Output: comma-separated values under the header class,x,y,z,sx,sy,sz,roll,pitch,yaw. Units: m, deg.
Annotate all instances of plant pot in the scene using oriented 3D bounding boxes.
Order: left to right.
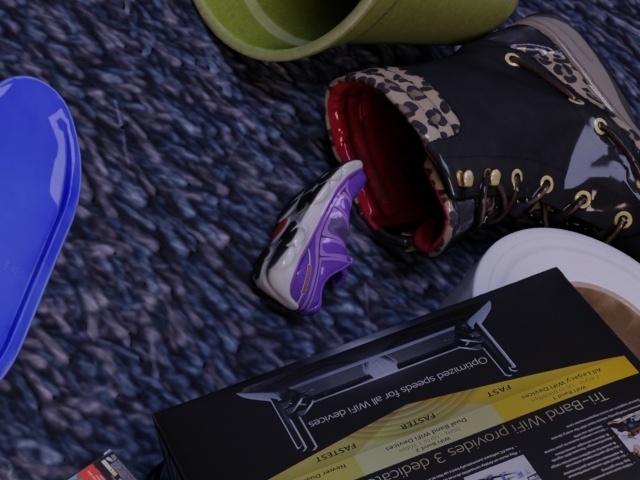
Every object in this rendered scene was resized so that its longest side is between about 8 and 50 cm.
class,x,y,z,sx,sy,sz,roll,pitch,yaw
plant pot,0.056,-0.286,1.771,0.254,0.276,0.276,5,49,-48

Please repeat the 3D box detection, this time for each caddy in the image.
class,x,y,z,sx,sy,sz,roll,pitch,yaw
caddy,-0.313,-0.004,1.270,0.241,0.179,0.341,36,51,-24

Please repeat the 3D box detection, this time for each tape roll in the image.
class,x,y,z,sx,sy,sz,roll,pitch,yaw
tape roll,0.182,0.135,1.508,0.246,0.169,0.246,21,43,-20

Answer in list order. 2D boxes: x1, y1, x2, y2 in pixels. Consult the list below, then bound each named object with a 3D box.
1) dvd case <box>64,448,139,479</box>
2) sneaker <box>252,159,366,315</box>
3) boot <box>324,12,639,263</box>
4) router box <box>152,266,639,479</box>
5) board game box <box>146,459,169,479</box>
class,x,y,z,sx,sy,sz,roll,pitch,yaw
dvd case,-0.156,0.203,1.319,0.087,0.013,0.119,46,39,10
sneaker,0.000,0.000,1.600,0.071,0.068,0.170,44,47,-16
boot,0.193,-0.034,1.701,0.284,0.138,0.377,-14,65,-40
router box,0.074,0.155,1.241,0.309,0.081,0.243,-19,35,-11
board game box,-0.082,0.253,1.302,0.126,0.026,0.186,33,42,-16
